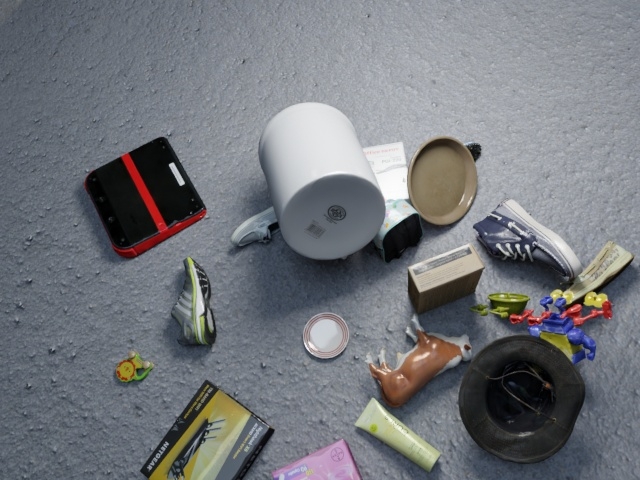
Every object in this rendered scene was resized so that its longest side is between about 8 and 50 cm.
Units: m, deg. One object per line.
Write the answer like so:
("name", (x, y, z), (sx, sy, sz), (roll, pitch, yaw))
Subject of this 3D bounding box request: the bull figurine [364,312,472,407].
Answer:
("bull figurine", (0.282, 0.334, 1.646), (0.310, 0.101, 0.188), (-36, 63, -10))

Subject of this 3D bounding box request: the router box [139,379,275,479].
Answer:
("router box", (-0.318, 0.596, 1.633), (0.242, 0.081, 0.309), (30, 74, 19))

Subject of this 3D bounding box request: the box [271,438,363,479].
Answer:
("box", (0.018, 0.689, 1.522), (0.213, 0.117, 0.243), (-24, 66, -2))

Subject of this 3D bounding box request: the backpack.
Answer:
("backpack", (0.223, -0.044, 1.767), (0.165, 0.188, 0.144), (-33, 66, -5))

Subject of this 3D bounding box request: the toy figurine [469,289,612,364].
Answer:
("toy figurine", (0.610, 0.268, 1.571), (0.191, 0.362, 0.218), (-24, 104, -36))

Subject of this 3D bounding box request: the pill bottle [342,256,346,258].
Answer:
("pill bottle", (0.000, 0.000, 1.829), (0.184, 0.103, 0.103), (16, 70, 15))

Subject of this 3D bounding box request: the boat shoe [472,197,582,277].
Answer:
("boat shoe", (0.595, 0.024, 1.692), (0.158, 0.127, 0.341), (-34, 41, 0))

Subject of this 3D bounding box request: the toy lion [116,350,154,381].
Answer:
("toy lion", (-0.584, 0.401, 1.789), (0.100, 0.034, 0.096), (28, 81, 18))

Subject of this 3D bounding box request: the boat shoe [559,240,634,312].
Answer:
("boat shoe", (0.781, 0.108, 1.671), (0.285, 0.105, 0.089), (-32, 61, -17))

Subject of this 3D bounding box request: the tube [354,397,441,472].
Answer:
("tube", (0.215, 0.543, 1.589), (0.240, 0.062, 0.070), (32, 34, 25))

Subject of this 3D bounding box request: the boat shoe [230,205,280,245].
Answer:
("boat shoe", (-0.186, -0.039, 1.888), (0.227, 0.079, 0.081), (-33, 62, -9))

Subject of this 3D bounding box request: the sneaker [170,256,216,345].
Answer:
("sneaker", (-0.414, 0.192, 1.812), (0.121, 0.111, 0.300), (-15, 63, 6))

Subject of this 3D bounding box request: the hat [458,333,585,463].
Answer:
("hat", (0.525, 0.411, 1.541), (0.330, 0.134, 0.332), (0, 87, 9))

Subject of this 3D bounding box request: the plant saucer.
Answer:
("plant saucer", (0.376, -0.187, 1.803), (0.277, 0.041, 0.278), (-2, 95, -28))

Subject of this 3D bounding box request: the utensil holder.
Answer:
("utensil holder", (0.000, -0.180, 1.714), (0.327, 0.328, 0.386), (-20, 41, 0))

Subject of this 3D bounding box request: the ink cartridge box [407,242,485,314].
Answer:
("ink cartridge box", (0.353, 0.115, 1.653), (0.193, 0.235, 0.088), (-22, 66, -2))

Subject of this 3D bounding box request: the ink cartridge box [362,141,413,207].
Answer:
("ink cartridge box", (0.211, -0.202, 1.891), (0.158, 0.092, 0.218), (-8, 64, 5))

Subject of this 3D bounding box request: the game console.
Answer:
("game console", (-0.624, -0.157, 2.027), (0.341, 0.060, 0.387), (-29, 66, -10))

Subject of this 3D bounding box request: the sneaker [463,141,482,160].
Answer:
("sneaker", (0.421, -0.272, 1.898), (0.237, 0.085, 0.086), (-24, 38, -9))

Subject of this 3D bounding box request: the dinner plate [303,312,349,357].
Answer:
("dinner plate", (0.017, 0.289, 1.749), (0.141, 0.017, 0.141), (-3, 67, 7))
